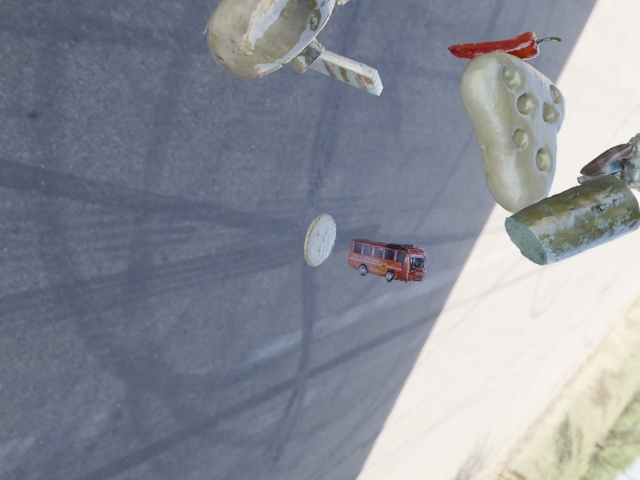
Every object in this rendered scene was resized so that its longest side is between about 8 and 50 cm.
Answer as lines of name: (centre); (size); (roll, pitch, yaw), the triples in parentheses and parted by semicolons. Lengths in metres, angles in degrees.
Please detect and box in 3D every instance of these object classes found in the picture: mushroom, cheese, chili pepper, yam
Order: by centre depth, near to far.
yam: (0.403, -0.029, 1.218); (0.194, 0.107, 0.107); (-21, 145, -9)
mushroom: (-0.064, -0.385, 1.319); (0.253, 0.189, 0.195); (-47, 111, -11)
cheese: (0.439, -0.265, 1.787); (0.328, 0.130, 0.350); (28, 73, -37)
chili pepper: (0.444, -0.464, 1.829); (0.071, 0.272, 0.063); (-69, 149, -44)

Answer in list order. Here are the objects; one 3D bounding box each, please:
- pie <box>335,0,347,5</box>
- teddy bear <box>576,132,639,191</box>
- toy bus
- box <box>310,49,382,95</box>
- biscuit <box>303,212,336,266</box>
pie: (0.110, -0.617, 1.705); (0.241, 0.054, 0.240); (-37, -175, 4)
teddy bear: (0.774, -0.124, 1.475); (0.362, 0.375, 0.327); (-44, 162, 4)
toy bus: (0.161, 0.050, 1.835); (0.074, 0.235, 0.096); (1, 95, -36)
box: (0.045, -0.432, 1.886); (0.032, 0.221, 0.122); (-63, 164, -5)
biscuit: (0.000, 0.000, 2.040); (0.152, 0.020, 0.152); (-33, 130, -49)
